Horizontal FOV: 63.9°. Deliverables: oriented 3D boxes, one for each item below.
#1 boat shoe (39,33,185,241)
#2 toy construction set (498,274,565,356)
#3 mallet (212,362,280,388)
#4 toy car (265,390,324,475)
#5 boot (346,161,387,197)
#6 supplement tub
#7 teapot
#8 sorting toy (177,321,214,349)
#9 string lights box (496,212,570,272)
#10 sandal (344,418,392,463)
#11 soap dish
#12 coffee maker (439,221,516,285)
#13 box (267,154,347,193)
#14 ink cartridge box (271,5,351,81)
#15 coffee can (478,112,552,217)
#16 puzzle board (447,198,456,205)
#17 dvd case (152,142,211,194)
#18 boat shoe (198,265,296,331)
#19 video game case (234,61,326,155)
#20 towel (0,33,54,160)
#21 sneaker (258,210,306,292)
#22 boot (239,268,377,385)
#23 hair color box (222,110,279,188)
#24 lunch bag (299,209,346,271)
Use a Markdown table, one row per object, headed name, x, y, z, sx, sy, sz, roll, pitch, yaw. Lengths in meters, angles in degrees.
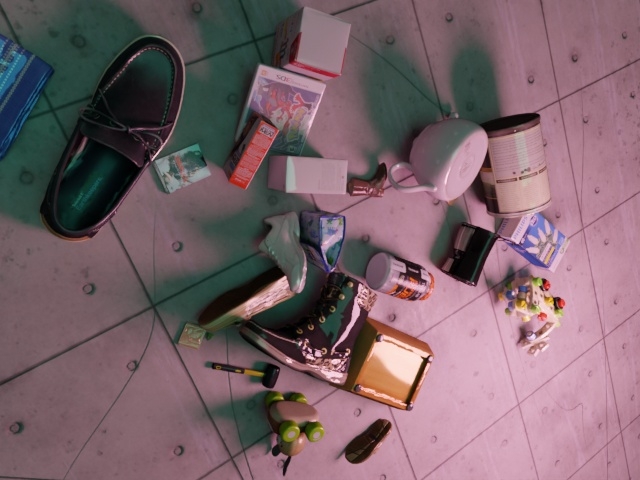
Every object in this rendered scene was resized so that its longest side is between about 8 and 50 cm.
| name | x | y | z | sx | sy | sz | roll | pitch | yaw |
| --- | --- | --- | --- | --- | --- | --- | --- | --- | --- |
| boat shoe | -0.436 | -0.219 | 1.109 | 0.186 | 0.156 | 0.500 | 31 | 83 | -26 |
| toy construction set | 0.746 | 0.251 | 1.786 | 0.328 | 0.151 | 0.215 | 56 | 49 | -31 |
| mallet | -0.204 | 0.366 | 1.396 | 0.189 | 0.039 | 0.062 | 9 | 97 | -23 |
| toy car | -0.095 | 0.543 | 1.423 | 0.148 | 0.155 | 0.189 | 13 | 105 | -28 |
| boot | 0.132 | -0.176 | 1.471 | 0.114 | 0.037 | 0.107 | 3 | 95 | -23 |
| supplement tub | 0.239 | 0.113 | 1.526 | 0.190 | 0.117 | 0.117 | 18 | 90 | -28 |
| teapot | 0.342 | -0.247 | 1.485 | 0.256 | 0.187 | 0.253 | -4 | 122 | -53 |
| sorting toy | -0.319 | 0.250 | 1.326 | 0.083 | 0.012 | 0.062 | 23 | 83 | -25 |
| string lights box | 0.737 | -0.009 | 1.779 | 0.259 | 0.076 | 0.133 | 31 | 85 | -27 |
| sandal | 0.157 | 0.636 | 1.610 | 0.180 | 0.072 | 0.049 | -36 | 134 | -22 |
| soap dish | 0.194 | 0.379 | 1.548 | 0.290 | 0.118 | 0.229 | 27 | 86 | -28 |
| coffee maker | 0.485 | 0.052 | 1.610 | 0.120 | 0.171 | 0.178 | 22 | 90 | -44 |
| box | -0.035 | -0.171 | 1.331 | 0.170 | 0.130 | 0.091 | 0 | 100 | -27 |
| ink cartridge box | -0.030 | -0.470 | 1.258 | 0.127 | 0.176 | 0.128 | 8 | 94 | -25 |
| coffee can | 0.595 | -0.234 | 1.598 | 0.201 | 0.201 | 0.276 | -23 | 108 | -22 |
| puzzle board | 0.403 | -0.186 | 1.618 | 0.096 | 0.011 | 0.128 | -49 | 115 | -10 |
| dvd case | -0.335 | -0.174 | 1.245 | 0.119 | 0.013 | 0.087 | -27 | 110 | -20 |
| boat shoe | -0.177 | 0.165 | 1.332 | 0.285 | 0.104 | 0.089 | -28 | 116 | -23 |
| video game case | -0.101 | -0.322 | 1.288 | 0.183 | 0.023 | 0.201 | 8 | 120 | -28 |
| towel | -0.739 | -0.335 | 1.000 | 0.336 | 0.040 | 0.243 | 31 | 83 | -27 |
| sneaker | -0.100 | 0.035 | 1.325 | 0.115 | 0.090 | 0.232 | -7 | 57 | -10 |
| boot | -0.014 | 0.208 | 1.376 | 0.377 | 0.138 | 0.284 | 33 | 80 | -34 |
| hair color box | -0.172 | -0.220 | 1.247 | 0.053 | 0.093 | 0.167 | 24 | 107 | -30 |
| lunch bag | 0.000 | 0.000 | 1.379 | 0.096 | 0.129 | 0.151 | -4 | 103 | -25 |
